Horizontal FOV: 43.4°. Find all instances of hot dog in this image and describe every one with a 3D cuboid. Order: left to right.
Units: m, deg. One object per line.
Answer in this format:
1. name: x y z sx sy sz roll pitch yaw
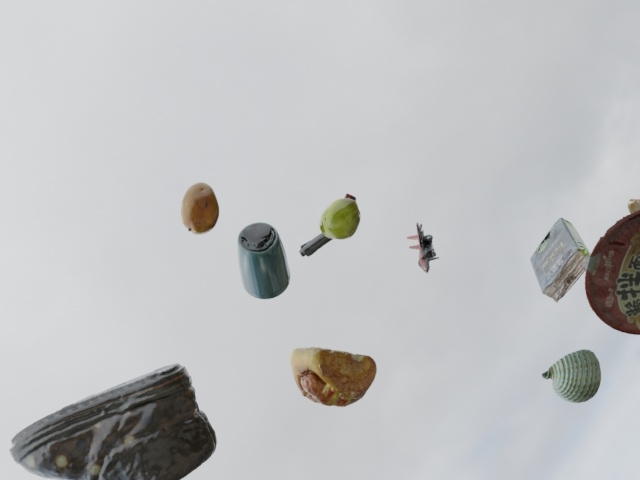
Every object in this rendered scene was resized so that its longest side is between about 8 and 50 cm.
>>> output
1. hot dog: 0.035 0.387 2.243 0.256 0.150 0.153 15 -108 -37

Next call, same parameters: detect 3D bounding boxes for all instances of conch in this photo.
1. conch: 0.597 0.317 1.865 0.153 0.102 0.135 5 -57 -50

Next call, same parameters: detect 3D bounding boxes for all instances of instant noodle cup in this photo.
1. instant noodle cup: 0.642 0.047 1.597 0.091 0.274 0.274 -98 23 -69

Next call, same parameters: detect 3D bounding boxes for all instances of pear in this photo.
1. pear: 0.046 -0.046 1.728 0.092 0.092 0.097 -15 -23 -51

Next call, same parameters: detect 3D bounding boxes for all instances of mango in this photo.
1. mango: -0.248 -0.068 1.661 0.060 0.080 0.114 124 155 -70

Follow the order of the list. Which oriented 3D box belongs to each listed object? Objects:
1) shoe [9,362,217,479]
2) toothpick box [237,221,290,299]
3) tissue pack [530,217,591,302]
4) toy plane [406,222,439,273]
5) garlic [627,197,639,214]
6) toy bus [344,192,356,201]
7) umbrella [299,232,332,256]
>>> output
1. shoe: -0.401 0.413 1.585 0.384 0.237 0.171 -22 -3 1
2. toothpick box: -0.138 0.045 1.907 0.120 0.120 0.184 -44 -30 -27
3. tissue pack: 0.705 0.054 2.373 0.173 0.073 0.235 -58 9 24
4. toy plane: 0.268 0.032 2.049 0.061 0.189 0.130 -15 -62 0
5. garlic: 0.727 -0.042 1.719 0.174 0.124 0.099 49 -138 -50
6. toy bus: 0.084 -0.095 2.461 0.031 0.043 0.110 115 170 -47
7. umbrella: 0.001 0.001 2.175 0.133 0.036 0.031 -35 -43 3
